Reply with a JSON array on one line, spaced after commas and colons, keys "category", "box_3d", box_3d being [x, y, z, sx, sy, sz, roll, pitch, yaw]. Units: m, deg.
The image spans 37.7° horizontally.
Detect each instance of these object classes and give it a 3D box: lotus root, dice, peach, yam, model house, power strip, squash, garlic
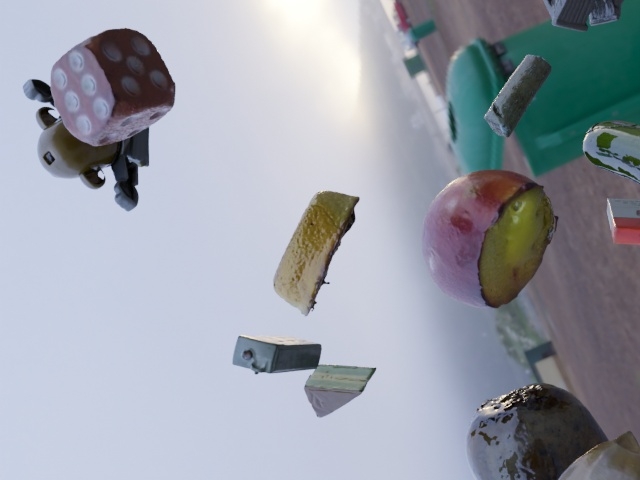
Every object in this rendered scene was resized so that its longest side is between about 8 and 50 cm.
[{"category": "lotus root", "box_3d": [0.383, 0.357, 1.693, 0.272, 0.272, 0.192, -84, -31, -73]}, {"category": "dice", "box_3d": [-0.405, -0.293, 1.815, 0.179, 0.174, 0.175, -30, -88, -51]}, {"category": "peach", "box_3d": [0.354, -0.011, 1.922, 0.281, 0.281, 0.338, 67, 156, 11]}, {"category": "yam", "box_3d": [0.313, -0.231, 1.494, 0.054, 0.132, 0.054, 34, -177, -2]}, {"category": "model house", "box_3d": [0.532, -0.510, 1.861, 0.122, 0.229, 0.188, 20, 110, 52]}, {"category": "power strip", "box_3d": [-0.068, 0.191, 1.587, 0.272, 0.078, 0.052, 15, -93, -71]}, {"category": "squash", "box_3d": [0.473, -0.111, 1.324, 0.087, 0.087, 0.331, 61, 176, -26]}, {"category": "garlic", "box_3d": [0.428, 0.461, 1.410, 0.151, 0.196, 0.339, 21, 131, 36]}]

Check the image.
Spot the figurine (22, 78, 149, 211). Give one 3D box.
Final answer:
[{"category": "figurine", "box_3d": [-0.515, -0.224, 2.088, 0.342, 0.167, 0.285, 31, -152, 5]}]

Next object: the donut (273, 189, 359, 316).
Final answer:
[{"category": "donut", "box_3d": [0.003, -0.006, 1.735, 0.259, 0.101, 0.152, -62, -4, -29]}]

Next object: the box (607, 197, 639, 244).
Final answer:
[{"category": "box", "box_3d": [0.593, -0.035, 1.694, 0.245, 0.138, 0.035, -42, -46, -70]}]

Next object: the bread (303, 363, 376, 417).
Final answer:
[{"category": "bread", "box_3d": [0.050, 0.292, 1.797, 0.074, 0.139, 0.084, -54, -50, -43]}]
